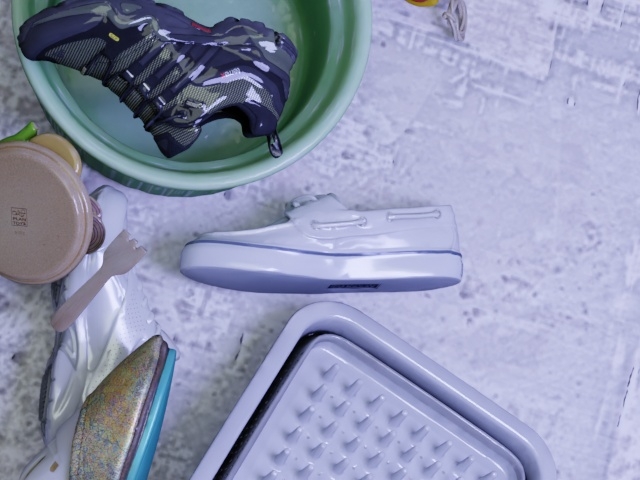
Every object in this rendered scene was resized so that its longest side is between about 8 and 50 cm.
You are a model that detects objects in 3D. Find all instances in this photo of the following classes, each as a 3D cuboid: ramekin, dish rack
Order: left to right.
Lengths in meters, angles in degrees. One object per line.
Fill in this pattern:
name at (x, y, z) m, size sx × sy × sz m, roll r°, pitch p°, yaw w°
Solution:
ramekin at (-0.117, -0.181, 1.644) m, size 0.303 × 0.148 × 0.303 m, roll 2°, pitch 81°, yaw -10°
dish rack at (0.027, 0.243, 1.601) m, size 0.285 × 0.072 × 0.333 m, roll 34°, pitch 56°, yaw -3°

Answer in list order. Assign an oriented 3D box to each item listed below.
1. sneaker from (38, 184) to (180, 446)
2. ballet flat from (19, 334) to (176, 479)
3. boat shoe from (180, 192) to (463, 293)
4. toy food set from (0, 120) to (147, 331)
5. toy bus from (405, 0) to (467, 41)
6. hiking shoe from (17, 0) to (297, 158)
sneaker at (-0.177, 0.070, 1.634) m, size 0.115 × 0.090 × 0.232 m, roll 7°, pitch 89°, yaw -16°
ballet flat at (-0.202, 0.242, 1.551) m, size 0.123 × 0.123 × 0.349 m, roll 9°, pitch 98°, yaw -9°
boat shoe at (0.000, 0.000, 1.674) m, size 0.258 × 0.095 × 0.084 m, roll 2°, pitch 76°, yaw -21°
toy food set at (-0.239, -0.027, 1.571) m, size 0.192 × 0.038 × 0.132 m, roll 46°, pitch 114°, yaw 2°
toy bus at (0.052, -0.288, 1.707) m, size 0.104 × 0.191 × 0.202 m, roll -2°, pitch 86°, yaw 25°
hiking shoe at (-0.131, -0.127, 1.511) m, size 0.226 × 0.086 × 0.114 m, roll 7°, pitch 77°, yaw -10°
